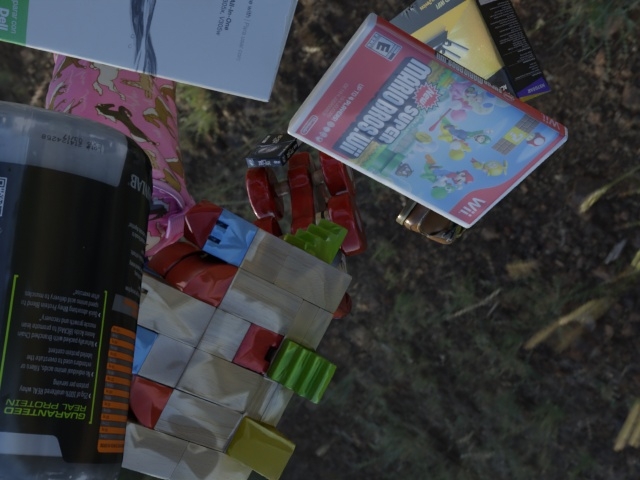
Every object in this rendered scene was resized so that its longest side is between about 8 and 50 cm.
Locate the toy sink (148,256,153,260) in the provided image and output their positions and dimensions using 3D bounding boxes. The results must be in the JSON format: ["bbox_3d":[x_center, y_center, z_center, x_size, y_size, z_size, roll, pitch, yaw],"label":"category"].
[{"bbox_3d":[-0.317,0.078,1.210,0.234,0.131,0.153,10,171,7],"label":"toy sink"}]

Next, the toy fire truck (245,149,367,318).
[{"bbox_3d":[0.000,0.000,1.510,0.169,0.302,0.254,-17,136,10],"label":"toy fire truck"}]

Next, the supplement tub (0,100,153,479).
[{"bbox_3d":[-0.141,0.045,0.397,0.116,0.191,0.117,4,166,1],"label":"supplement tub"}]

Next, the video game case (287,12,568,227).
[{"bbox_3d":[0.129,-0.137,1.114,0.285,0.025,0.204,26,136,-16],"label":"video game case"}]

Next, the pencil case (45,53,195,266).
[{"bbox_3d":[-0.254,-0.143,1.132,0.160,0.386,0.167,-27,134,11],"label":"pencil case"}]

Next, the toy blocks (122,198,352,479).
[{"bbox_3d":[-0.145,0.106,0.985,0.261,0.381,0.190,29,178,-35],"label":"toy blocks"}]

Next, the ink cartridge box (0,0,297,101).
[{"bbox_3d":[-0.169,-0.246,0.849,0.289,0.211,0.122,12,117,-7],"label":"ink cartridge box"}]

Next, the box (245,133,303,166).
[{"bbox_3d":[-0.075,-0.149,1.484,0.067,0.083,0.018,2,125,29],"label":"box"}]

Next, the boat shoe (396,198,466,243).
[{"bbox_3d":[0.226,-0.053,1.677,0.104,0.307,0.111,40,105,11],"label":"boat shoe"}]

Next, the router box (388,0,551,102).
[{"bbox_3d":[0.227,-0.307,1.571,0.309,0.081,0.243,-26,89,59],"label":"router box"}]
